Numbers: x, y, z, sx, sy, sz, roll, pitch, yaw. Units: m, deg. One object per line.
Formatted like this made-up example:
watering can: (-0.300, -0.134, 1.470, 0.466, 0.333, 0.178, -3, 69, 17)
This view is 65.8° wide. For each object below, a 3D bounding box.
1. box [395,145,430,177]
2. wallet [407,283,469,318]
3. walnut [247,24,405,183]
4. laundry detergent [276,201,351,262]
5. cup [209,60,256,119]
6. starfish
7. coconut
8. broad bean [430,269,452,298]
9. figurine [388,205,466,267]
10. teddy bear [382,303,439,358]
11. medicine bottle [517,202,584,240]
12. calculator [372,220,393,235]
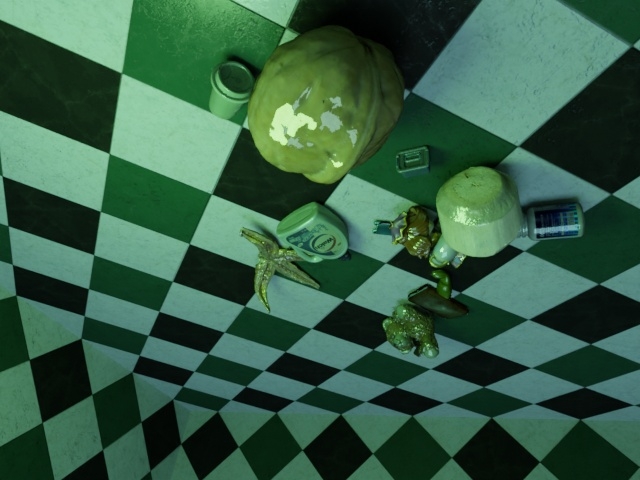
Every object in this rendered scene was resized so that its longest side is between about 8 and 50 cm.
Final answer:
box: (0.273, -0.224, 1.438, 0.099, 0.074, 0.054, -9, 154, 23)
wallet: (0.487, 0.263, 2.072, 0.255, 0.031, 0.137, 30, 140, -25)
walnut: (0.014, -0.317, 1.165, 0.380, 0.381, 0.381, 6, 144, 5)
laundry detergent: (0.000, 0.000, 1.760, 0.214, 0.105, 0.280, -28, 132, 24)
cup: (-0.243, -0.388, 1.302, 0.120, 0.120, 0.141, 25, 150, -20)
starfish: (-0.149, 0.105, 1.928, 0.383, 0.132, 0.398, 8, 128, -13)
coconut: (0.469, -0.075, 1.457, 0.237, 0.237, 0.266, -5, 135, 20)
broad bean: (0.484, 0.176, 1.939, 0.070, 0.048, 0.214, -14, 139, 19)
figurine: (0.348, -0.012, 1.612, 0.263, 0.190, 0.142, 27, 139, 3)
teddy bear: (0.388, 0.403, 2.181, 0.256, 0.156, 0.267, -35, 86, 43)
medicine bottle: (0.704, -0.055, 1.531, 0.191, 0.107, 0.107, -5, 141, 19)
calculator: (0.253, -0.041, 1.728, 0.141, 0.019, 0.094, 6, 144, 3)
